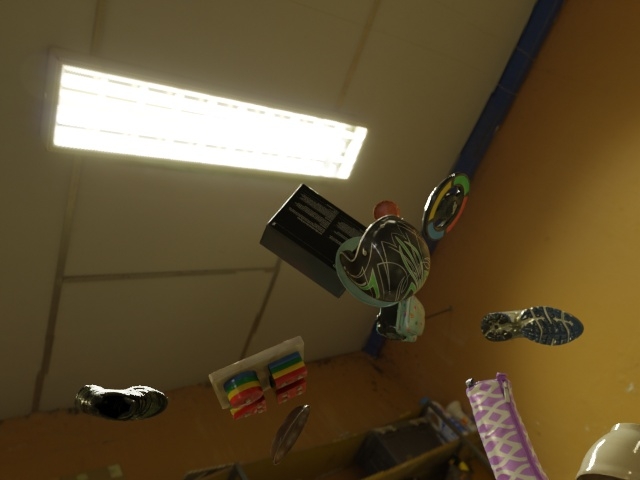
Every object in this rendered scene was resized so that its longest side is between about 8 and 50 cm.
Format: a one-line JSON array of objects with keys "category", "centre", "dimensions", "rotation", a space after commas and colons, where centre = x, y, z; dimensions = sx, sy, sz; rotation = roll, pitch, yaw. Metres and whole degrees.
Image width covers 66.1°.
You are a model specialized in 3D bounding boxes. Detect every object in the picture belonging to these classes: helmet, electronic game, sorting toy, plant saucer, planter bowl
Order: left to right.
[{"category": "sorting toy", "centre": [-0.154, 0.396, 1.349], "dimensions": [0.255, 0.089, 0.257], "rotation": [-21, -29, -16]}, {"category": "plant saucer", "centre": [-0.082, 0.499, 1.281], "dimensions": [0.168, 0.029, 0.168], "rotation": [-51, -21, -29]}, {"category": "plant saucer", "centre": [0.119, 0.081, 1.193], "dimensions": [0.195, 0.195, 0.037], "rotation": [-14, -27, -32]}, {"category": "plant saucer", "centre": [0.206, -0.084, 1.524], "dimensions": [0.083, 0.083, 0.013], "rotation": [-58, -14, 12]}, {"category": "helmet", "centre": [0.131, 0.036, 0.952], "dimensions": [0.169, 0.161, 0.169], "rotation": [2, -94, -25]}, {"category": "electronic game", "centre": [0.395, -0.104, 1.534], "dimensions": [0.229, 0.048, 0.229], "rotation": [-30, -44, -34]}, {"category": "planter bowl", "centre": [0.494, 0.355, 0.758], "dimensions": [0.109, 0.162, 0.162], "rotation": [-55, -36, -30]}]

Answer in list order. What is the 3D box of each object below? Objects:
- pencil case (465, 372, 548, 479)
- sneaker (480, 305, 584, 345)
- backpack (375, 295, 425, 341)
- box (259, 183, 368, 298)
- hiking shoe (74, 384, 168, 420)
[{"category": "pencil case", "centre": [0.321, 0.334, 0.837], "dimensions": [0.086, 0.206, 0.088], "rotation": [8, -37, -30]}, {"category": "sneaker", "centre": [0.296, 0.114, 0.682], "dimensions": [0.058, 0.135, 0.052], "rotation": [-2, -93, -43]}, {"category": "backpack", "centre": [0.292, 0.276, 1.744], "dimensions": [0.188, 0.144, 0.166], "rotation": [47, -136, -53]}, {"category": "box", "centre": [0.000, 0.000, 1.308], "dimensions": [0.184, 0.261, 0.103], "rotation": [-53, -4, -39]}, {"category": "hiking shoe", "centre": [-0.463, 0.403, 1.183], "dimensions": [0.227, 0.114, 0.086], "rotation": [18, -98, -42]}]
